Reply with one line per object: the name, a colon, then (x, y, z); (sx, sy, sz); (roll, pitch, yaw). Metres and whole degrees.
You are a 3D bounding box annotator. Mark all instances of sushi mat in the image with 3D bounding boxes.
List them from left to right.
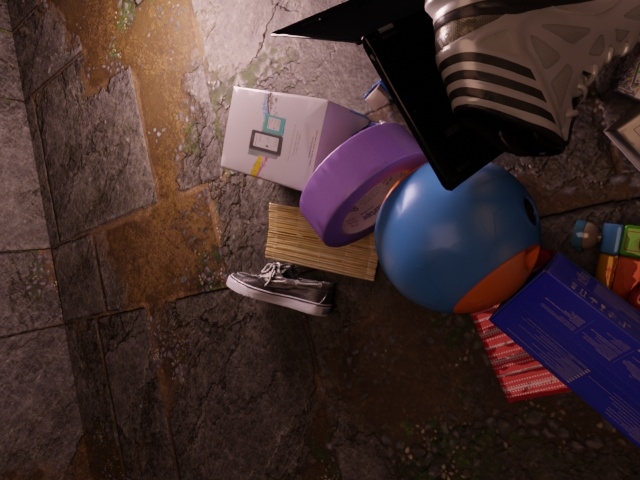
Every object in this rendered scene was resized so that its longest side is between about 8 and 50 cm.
sushi mat: (0.000, 0.000, 1.050); (0.317, 0.019, 0.151); (11, 98, 23)

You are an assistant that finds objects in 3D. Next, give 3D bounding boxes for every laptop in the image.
laptop: (0.195, -0.332, 0.772); (0.407, 0.382, 0.236); (58, 159, -6)

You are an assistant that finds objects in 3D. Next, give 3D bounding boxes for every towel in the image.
towel: (0.415, 0.173, 0.824); (0.199, 0.031, 0.274); (-26, 80, 31)

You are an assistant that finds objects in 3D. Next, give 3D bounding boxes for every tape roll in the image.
tape roll: (0.094, -0.106, 0.855); (0.275, 0.275, 0.090); (-46, 67, 25)

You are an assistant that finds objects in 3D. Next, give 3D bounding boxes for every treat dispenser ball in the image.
treat dispenser ball: (0.244, -0.010, 0.764); (0.288, 0.288, 0.288); (2, 95, 31)

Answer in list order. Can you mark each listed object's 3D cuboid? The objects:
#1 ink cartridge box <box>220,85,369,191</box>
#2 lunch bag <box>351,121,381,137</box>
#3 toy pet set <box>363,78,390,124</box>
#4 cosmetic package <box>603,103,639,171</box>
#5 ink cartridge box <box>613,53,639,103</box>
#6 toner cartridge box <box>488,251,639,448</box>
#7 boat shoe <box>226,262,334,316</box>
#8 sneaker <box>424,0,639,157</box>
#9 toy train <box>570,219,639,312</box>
ink cartridge box: (-0.063, -0.234, 0.990); (0.270, 0.198, 0.197); (20, 104, 30)
lunch bag: (0.116, -0.207, 0.930); (0.065, 0.067, 0.098); (-33, 114, -8)
toy pet set: (0.151, -0.300, 0.949); (0.114, 0.065, 0.122); (42, 128, -12)
cosmetic package: (0.625, -0.211, 0.606); (0.309, 0.113, 0.160); (-40, 86, 28)
ink cartridge box: (0.565, -0.294, 0.700); (0.063, 0.029, 0.115); (38, 112, 23)
toner cartridge box: (0.479, 0.194, 0.687); (0.348, 0.075, 0.165); (43, 141, 17)
boat shoe: (-0.109, 0.111, 1.093); (0.306, 0.113, 0.104); (12, 93, 27)
sneaker: (0.378, -0.263, 0.644); (0.169, 0.448, 0.257); (-165, 66, -75)
toy train: (0.507, 0.087, 0.727); (0.143, 0.105, 0.247); (13, 100, 41)
